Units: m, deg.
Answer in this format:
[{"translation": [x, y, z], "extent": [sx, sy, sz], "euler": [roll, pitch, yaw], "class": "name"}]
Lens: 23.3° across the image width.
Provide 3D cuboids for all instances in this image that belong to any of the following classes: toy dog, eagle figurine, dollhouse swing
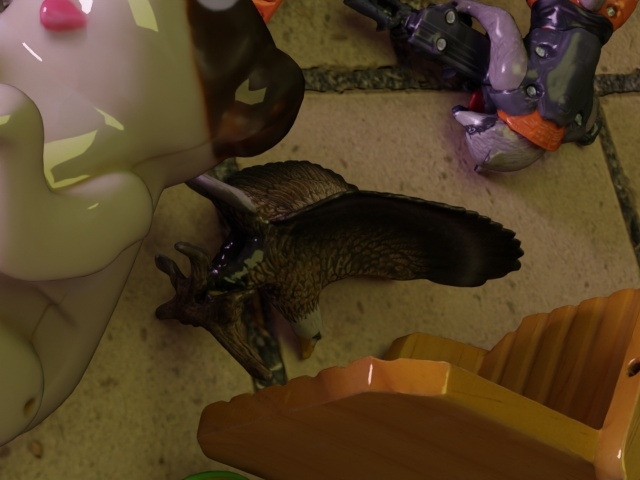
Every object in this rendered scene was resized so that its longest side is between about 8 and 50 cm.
[{"translation": [-0.197, -0.041, 1.145], "extent": [0.284, 0.408, 0.395], "euler": [42, 4, 38], "class": "toy dog"}, {"translation": [-0.001, 0.007, 1.412], "extent": [0.298, 0.225, 0.226], "euler": [-27, 69, -25], "class": "eagle figurine"}, {"translation": [0.121, 0.097, 1.307], "extent": [0.305, 0.346, 0.315], "euler": [40, 54, -23], "class": "dollhouse swing"}]

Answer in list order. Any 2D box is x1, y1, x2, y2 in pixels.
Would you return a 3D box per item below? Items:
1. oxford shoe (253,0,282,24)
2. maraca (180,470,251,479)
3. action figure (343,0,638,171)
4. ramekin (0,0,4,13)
[{"translation": [-0.070, -0.351, 1.567], "extent": [0.130, 0.132, 0.364], "euler": [19, 81, -15], "class": "oxford shoe"}, {"translation": [-0.093, 0.283, 1.291], "extent": [0.127, 0.099, 0.186], "euler": [2, 94, -24], "class": "maraca"}, {"translation": [0.212, -0.229, 1.606], "extent": [0.341, 0.178, 0.330], "euler": [17, 94, -26], "class": "action figure"}, {"translation": [-0.411, -0.176, 1.285], "extent": [0.272, 0.127, 0.273], "euler": [12, 64, -26], "class": "ramekin"}]
